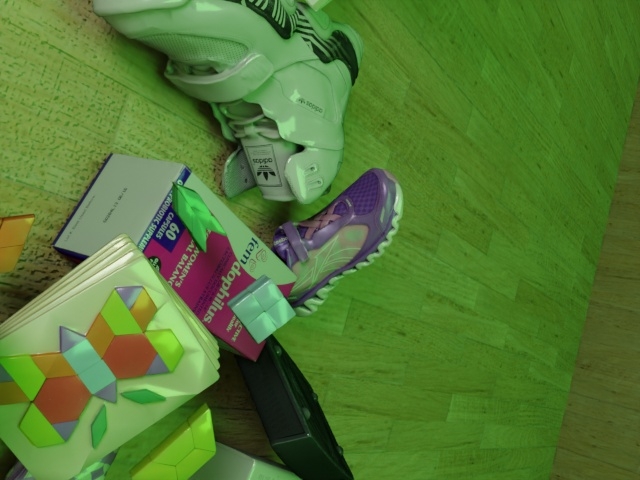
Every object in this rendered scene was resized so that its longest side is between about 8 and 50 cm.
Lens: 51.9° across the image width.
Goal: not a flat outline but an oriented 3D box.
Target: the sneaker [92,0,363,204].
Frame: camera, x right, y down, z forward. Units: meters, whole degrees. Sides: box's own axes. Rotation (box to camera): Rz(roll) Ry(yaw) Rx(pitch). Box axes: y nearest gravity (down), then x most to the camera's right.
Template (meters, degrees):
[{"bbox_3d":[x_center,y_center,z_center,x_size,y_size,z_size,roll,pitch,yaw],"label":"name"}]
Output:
[{"bbox_3d":[-0.075,-0.146,0.690,0.366,0.138,0.210,-4,99,-57],"label":"sneaker"}]

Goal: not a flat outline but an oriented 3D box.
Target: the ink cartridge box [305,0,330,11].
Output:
[{"bbox_3d":[-0.028,-0.359,0.699,0.171,0.056,0.235,44,29,-22],"label":"ink cartridge box"}]

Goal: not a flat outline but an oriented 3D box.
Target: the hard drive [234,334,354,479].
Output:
[{"bbox_3d":[-0.032,0.212,0.809,0.054,0.172,0.254,-28,148,-2],"label":"hard drive"}]

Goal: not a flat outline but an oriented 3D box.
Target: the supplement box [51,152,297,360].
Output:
[{"bbox_3d":[-0.137,0.023,0.674,0.220,0.114,0.111,49,60,-49],"label":"supplement box"}]

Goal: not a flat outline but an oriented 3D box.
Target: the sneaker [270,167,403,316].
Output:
[{"bbox_3d":[0.000,0.000,0.808,0.105,0.095,0.236,22,122,-38],"label":"sneaker"}]

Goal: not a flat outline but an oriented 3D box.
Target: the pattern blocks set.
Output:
[{"bbox_3d":[-0.188,0.102,0.538,0.325,0.026,0.285,-47,116,-8],"label":"pattern blocks set"}]

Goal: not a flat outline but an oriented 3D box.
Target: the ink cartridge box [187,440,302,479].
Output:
[{"bbox_3d":[-0.087,0.363,0.843,0.219,0.093,0.160,44,63,-50],"label":"ink cartridge box"}]

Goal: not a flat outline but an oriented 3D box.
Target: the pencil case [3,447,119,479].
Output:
[{"bbox_3d":[-0.219,0.157,0.615,0.088,0.086,0.206,40,66,-55],"label":"pencil case"}]
